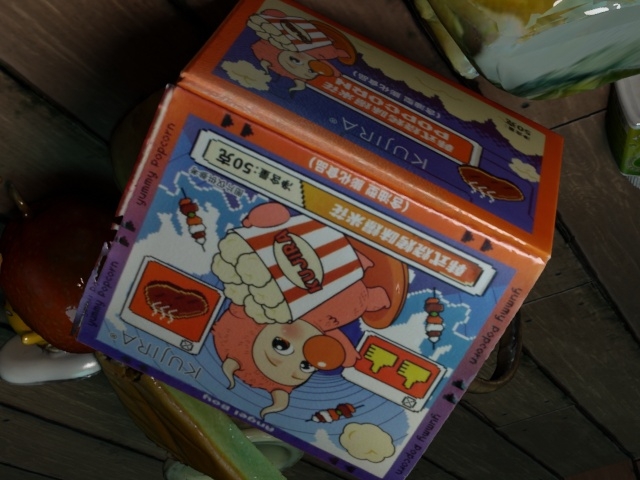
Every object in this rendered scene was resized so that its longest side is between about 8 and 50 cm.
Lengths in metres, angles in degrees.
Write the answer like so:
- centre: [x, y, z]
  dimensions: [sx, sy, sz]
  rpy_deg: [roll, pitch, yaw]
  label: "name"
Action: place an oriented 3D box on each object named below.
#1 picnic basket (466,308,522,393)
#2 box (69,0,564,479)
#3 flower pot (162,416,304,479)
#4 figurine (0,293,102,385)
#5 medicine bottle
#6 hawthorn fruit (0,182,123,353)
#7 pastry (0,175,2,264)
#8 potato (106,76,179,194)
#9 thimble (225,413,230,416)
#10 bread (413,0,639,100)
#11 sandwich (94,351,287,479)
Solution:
- centre: [0.139, 0.036, 1.505]
  dimensions: [0.337, 0.293, 0.337]
  rpy_deg: [5, 137, 4]
  label: "picnic basket"
- centre: [0.000, 0.000, 1.181]
  dimensions: [0.348, 0.257, 0.319]
  rpy_deg: [27, 124, -3]
  label: "box"
- centre: [-0.139, 0.220, 1.853]
  dimensions: [0.307, 0.244, 0.307]
  rpy_deg: [-10, 156, -5]
  label: "flower pot"
- centre: [-0.331, 0.080, 1.676]
  dimensions: [0.250, 0.166, 0.141]
  rpy_deg: [-27, 123, -25]
  label: "figurine"
- centre: [0.421, -0.139, 1.528]
  dimensions: [0.132, 0.088, 0.188]
  rpy_deg: [-13, 154, 2]
  label: "medicine bottle"
- centre: [-0.295, 0.018, 1.470]
  dimensions: [0.196, 0.197, 0.225]
  rpy_deg: [-25, 121, 26]
  label: "hawthorn fruit"
- centre: [-0.507, 0.012, 1.219]
  dimensions: [0.405, 0.292, 0.337]
  rpy_deg: [-17, 166, -11]
  label: "pastry"
- centre: [-0.112, -0.083, 1.399]
  dimensions: [0.239, 0.116, 0.299]
  rpy_deg: [15, 143, -36]
  label: "potato"
- centre: [-0.098, 0.108, 1.649]
  dimensions: [0.205, 0.236, 0.172]
  rpy_deg: [-8, 157, -21]
  label: "thimble"
- centre: [0.245, -0.267, 0.997]
  dimensions: [0.395, 0.264, 0.239]
  rpy_deg: [-17, 150, 13]
  label: "bread"
- centre: [-0.174, 0.223, 1.598]
  dimensions: [0.245, 0.063, 0.212]
  rpy_deg: [24, 150, 31]
  label: "sandwich"
